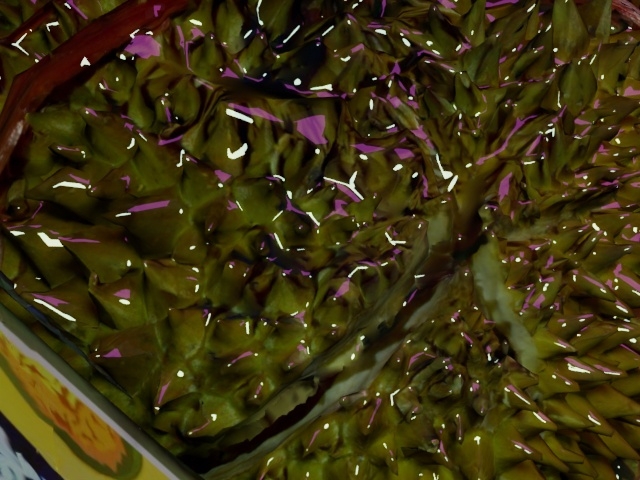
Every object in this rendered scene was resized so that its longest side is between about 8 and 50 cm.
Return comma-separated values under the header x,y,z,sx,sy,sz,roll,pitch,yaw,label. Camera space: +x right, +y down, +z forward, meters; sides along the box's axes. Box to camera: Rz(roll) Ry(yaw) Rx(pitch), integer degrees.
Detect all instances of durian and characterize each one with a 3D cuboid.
x,y,z,sx,sy,sz,roll,pitch,yaw,label
-0.005,-0.001,0.831,0.347,0.348,0.384,17,31,-22,durian

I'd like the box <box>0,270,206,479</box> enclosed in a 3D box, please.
x,y,z,sx,sy,sz,roll,pitch,yaw,label
-0.139,0.125,0.431,0.373,0.138,0.420,42,14,-23,box
